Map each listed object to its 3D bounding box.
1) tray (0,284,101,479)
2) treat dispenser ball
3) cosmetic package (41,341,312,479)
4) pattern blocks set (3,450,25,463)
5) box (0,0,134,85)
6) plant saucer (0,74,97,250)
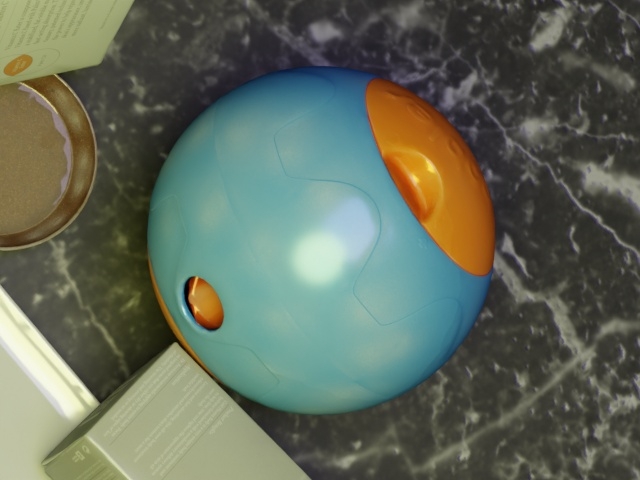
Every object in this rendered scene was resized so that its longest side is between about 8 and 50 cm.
[{"bbox_3d":[-0.249,0.157,1.584,0.270,0.030,0.145,51,49,-5],"label":"tray"},{"bbox_3d":[0.000,0.000,1.603,0.288,0.288,0.288,4,80,-24],"label":"treat dispenser ball"},{"bbox_3d":[-0.090,0.215,1.573,0.238,0.107,0.127,49,52,-4],"label":"cosmetic package"},{"bbox_3d":[-0.347,0.300,1.521,0.325,0.026,0.285,-11,86,-34],"label":"pattern blocks set"},{"bbox_3d":[-0.329,-0.220,1.510,0.345,0.215,0.168,-16,75,-27],"label":"box"},{"bbox_3d":[-0.271,-0.073,1.632,0.168,0.029,0.168,4,81,-25],"label":"plant saucer"}]
